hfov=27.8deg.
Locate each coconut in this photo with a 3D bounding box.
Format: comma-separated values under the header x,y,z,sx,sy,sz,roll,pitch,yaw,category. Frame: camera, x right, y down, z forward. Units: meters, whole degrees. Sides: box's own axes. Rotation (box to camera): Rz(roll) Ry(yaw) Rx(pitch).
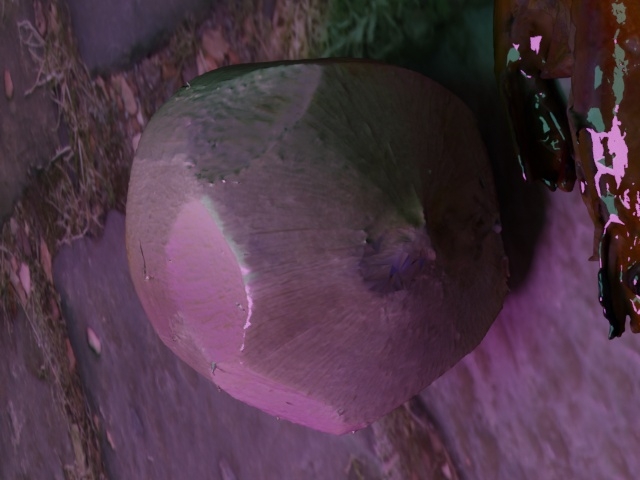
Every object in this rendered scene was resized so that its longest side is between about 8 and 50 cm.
x,y,z,sx,sy,sz,roll,pitch,yaw,category
0.002,0.000,0.774,0.230,0.227,0.227,-158,62,-62,coconut

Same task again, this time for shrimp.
x,y,z,sx,sy,sz,roll,pitch,yaw,category
0.143,-0.071,0.690,0.150,0.068,0.248,155,106,-68,shrimp
